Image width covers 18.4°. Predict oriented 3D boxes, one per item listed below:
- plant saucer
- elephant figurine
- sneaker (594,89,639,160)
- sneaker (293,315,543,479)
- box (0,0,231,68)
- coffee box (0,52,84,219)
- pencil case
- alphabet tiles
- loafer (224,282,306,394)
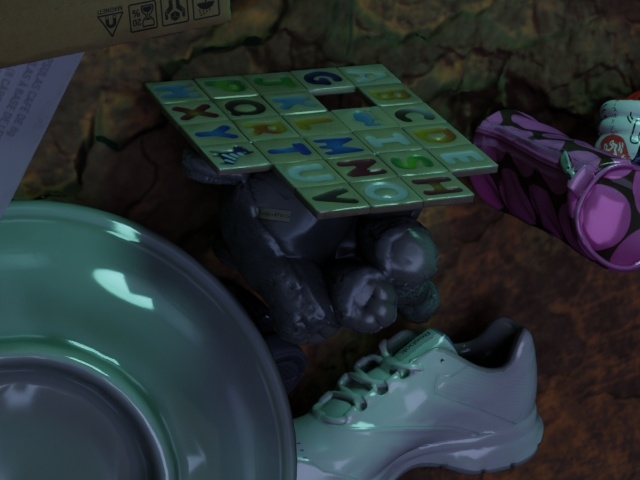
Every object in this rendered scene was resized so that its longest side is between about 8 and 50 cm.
[{"bbox_3d":[-0.211,0.174,1.414,0.400,0.100,0.401,-1,97,-7],"label":"plant saucer"},{"bbox_3d":[0.000,0.000,1.512,0.169,0.239,0.186,-15,92,-2],"label":"elephant figurine"},{"bbox_3d":[0.325,-0.052,1.665,0.270,0.090,0.145,5,88,-44],"label":"sneaker"},{"bbox_3d":[0.051,0.136,1.610,0.297,0.111,0.129,-15,121,-29],"label":"sneaker"},{"bbox_3d":[-0.146,-0.174,1.030,0.201,0.021,0.164,-14,117,-22],"label":"box"},{"bbox_3d":[-0.311,-0.249,1.126,0.338,0.334,0.338,23,99,-34],"label":"coffee box"},{"bbox_3d":[0.186,-0.046,1.533,0.098,0.209,0.095,26,92,-25],"label":"pencil case"},{"bbox_3d":[0.004,-0.074,1.413,0.198,0.237,0.009,-6,118,-23],"label":"alphabet tiles"},{"bbox_3d":[-0.156,0.146,1.538,0.302,0.095,0.109,-34,152,-4],"label":"loafer"}]
